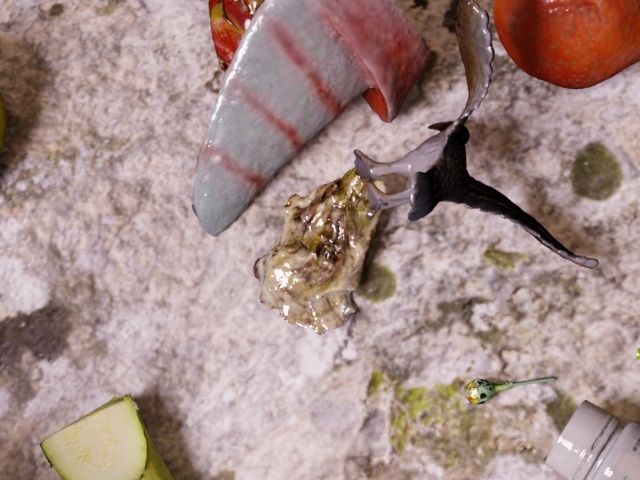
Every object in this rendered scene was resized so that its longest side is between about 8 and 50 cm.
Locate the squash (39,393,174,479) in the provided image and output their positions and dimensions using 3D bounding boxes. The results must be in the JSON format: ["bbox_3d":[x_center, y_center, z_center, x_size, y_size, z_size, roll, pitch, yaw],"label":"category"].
[{"bbox_3d":[-0.155,0.220,0.973,0.090,0.075,0.200,-29,65,-35],"label":"squash"}]

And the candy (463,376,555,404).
[{"bbox_3d":[0.168,0.129,1.003,0.083,0.025,0.023,-8,48,-4],"label":"candy"}]

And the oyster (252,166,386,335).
[{"bbox_3d":[-0.002,0.000,1.066,0.108,0.053,0.166,18,76,25],"label":"oyster"}]

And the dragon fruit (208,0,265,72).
[{"bbox_3d":[-0.067,-0.263,1.154,0.125,0.125,0.246,-21,59,2],"label":"dragon fruit"}]

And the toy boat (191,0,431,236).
[{"bbox_3d":[-0.033,-0.128,1.068,0.282,0.206,0.096,-44,48,4],"label":"toy boat"}]

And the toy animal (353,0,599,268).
[{"bbox_3d":[0.108,-0.085,1.023,0.160,0.273,0.197,-24,23,-18],"label":"toy animal"}]

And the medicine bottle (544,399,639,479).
[{"bbox_3d":[0.257,0.193,0.930,0.130,0.080,0.080,31,73,18],"label":"medicine bottle"}]

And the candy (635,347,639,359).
[{"bbox_3d":[0.363,0.136,0.968,0.102,0.032,0.178,-32,66,-7],"label":"candy"}]

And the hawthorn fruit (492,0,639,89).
[{"bbox_3d":[0.228,-0.258,1.022,0.165,0.285,0.165,-8,60,14],"label":"hawthorn fruit"}]

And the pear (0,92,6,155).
[{"bbox_3d":[-0.399,-0.125,1.122,0.180,0.166,0.216,-25,43,9],"label":"pear"}]
